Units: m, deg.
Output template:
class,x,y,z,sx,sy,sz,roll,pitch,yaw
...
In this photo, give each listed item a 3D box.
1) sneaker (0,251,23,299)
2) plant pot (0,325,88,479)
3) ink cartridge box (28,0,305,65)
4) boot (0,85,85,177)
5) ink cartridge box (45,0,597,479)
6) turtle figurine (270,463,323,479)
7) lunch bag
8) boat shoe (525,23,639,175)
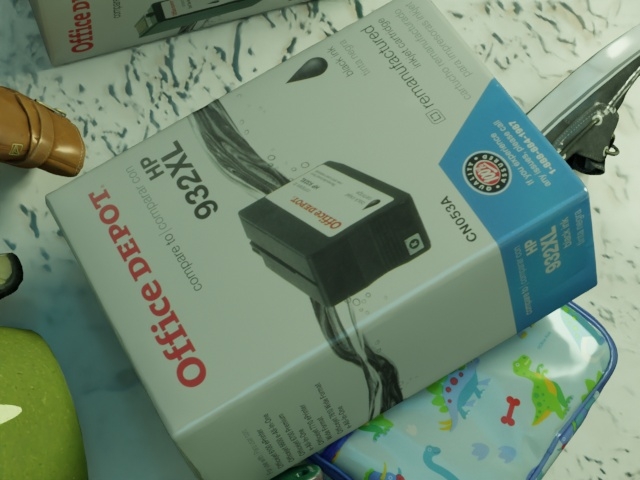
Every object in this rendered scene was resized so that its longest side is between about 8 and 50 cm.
class,x,y,z,sx,sy,sz,roll,pitch,yaw
sneaker,-0.398,-0.057,0.953,0.410,0.158,0.182,15,85,-3
plant pot,-0.308,0.159,0.884,0.293,0.275,0.275,-13,76,-26
ink cartridge box,-0.086,-0.249,1.029,0.289,0.211,0.121,-17,79,-10
boot,-0.266,-0.105,1.034,0.152,0.197,0.073,15,114,-33
ink cartridge box,0.000,0.000,0.959,0.307,0.129,0.223,-30,58,-5
turtle figurine,0.022,0.275,0.947,0.118,0.175,0.234,-29,110,-46
lunch bag,0.093,0.115,1.015,0.176,0.090,0.219,38,73,10
boat shoe,0.191,-0.076,1.085,0.228,0.080,0.076,-42,89,-14
